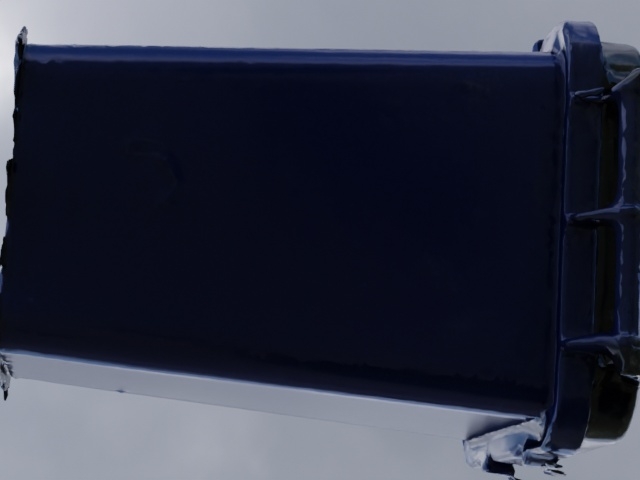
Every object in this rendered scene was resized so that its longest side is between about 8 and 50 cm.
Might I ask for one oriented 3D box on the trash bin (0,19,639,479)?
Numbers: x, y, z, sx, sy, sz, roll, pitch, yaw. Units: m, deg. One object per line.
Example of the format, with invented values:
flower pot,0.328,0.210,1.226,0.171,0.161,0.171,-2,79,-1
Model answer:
trash bin,0.000,0.000,0.621,0.234,0.184,0.163,5,-102,-6
